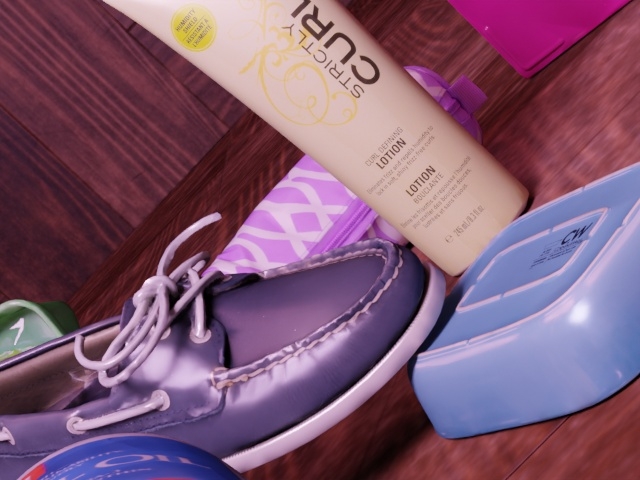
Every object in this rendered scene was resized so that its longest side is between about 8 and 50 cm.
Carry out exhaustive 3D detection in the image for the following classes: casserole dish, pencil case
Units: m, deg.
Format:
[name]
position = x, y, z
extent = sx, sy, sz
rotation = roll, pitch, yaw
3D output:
[casserole dish]
position = 0.092, 0.020, 0.672
extent = 0.114, 0.037, 0.188
rotation = -51, 10, -23
[pencil case]
position = 0.014, -0.016, 1.049
extent = 0.206, 0.086, 0.088
rotation = -51, 1, -25

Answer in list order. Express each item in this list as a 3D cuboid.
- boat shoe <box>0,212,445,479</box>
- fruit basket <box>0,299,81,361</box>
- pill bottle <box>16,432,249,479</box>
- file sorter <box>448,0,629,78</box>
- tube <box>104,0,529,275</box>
[boat shoe]
position = -0.067, 0.053, 0.753
extent = 0.254, 0.079, 0.095
rotation = -23, 25, 30
[fruit basket]
position = -0.218, 0.183, 1.006
extent = 0.327, 0.165, 0.353
rotation = -37, 14, 13
[pill bottle]
position = -0.063, 0.132, 0.607
extent = 0.124, 0.124, 0.221
rotation = -48, 8, -9
[file sorter]
position = 0.183, -0.287, 1.097
extent = 0.290, 0.202, 0.182
rotation = -38, 11, 48
[tube]
position = 0.000, -0.081, 0.895
extent = 0.070, 0.240, 0.062
rotation = -50, 7, -30
